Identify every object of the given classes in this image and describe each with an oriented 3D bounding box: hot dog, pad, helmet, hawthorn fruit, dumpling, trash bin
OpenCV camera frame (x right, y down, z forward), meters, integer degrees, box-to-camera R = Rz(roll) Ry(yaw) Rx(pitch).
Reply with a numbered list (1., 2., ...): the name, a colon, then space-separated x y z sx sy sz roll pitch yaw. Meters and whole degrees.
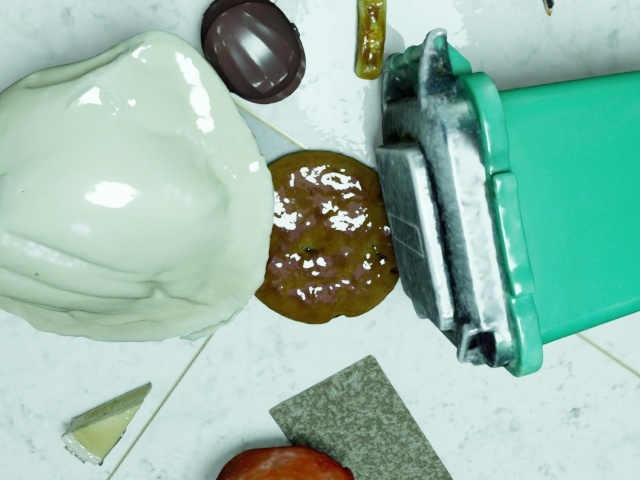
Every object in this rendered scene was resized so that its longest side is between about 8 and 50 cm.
1. hot dog: 0.052 -0.211 0.695 0.030 0.034 0.090 1 111 -2
2. pad: 0.058 0.273 0.888 0.158 0.003 0.235 -30 108 9
3. helmet: -0.068 -0.192 0.679 0.098 0.070 0.123 -39 106 11
4. hawthorn fruit: -0.037 0.340 0.820 0.202 0.185 0.185 -9 110 -4
5. dumpling: -0.214 -0.005 0.666 0.394 0.233 0.316 -29 112 23
6. trash bin: 0.257 -0.071 0.646 0.380 0.259 0.295 -13 100 -5

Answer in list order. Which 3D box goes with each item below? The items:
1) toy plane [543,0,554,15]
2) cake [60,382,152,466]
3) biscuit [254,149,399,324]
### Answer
1. toy plane: 0.216 -0.311 0.650 0.135 0.062 0.188 -33 113 -18
2. cake: -0.260 0.218 0.831 0.065 0.052 0.121 40 105 -12
3. biscuit: 0.000 0.000 0.769 0.212 0.036 0.212 -1 109 -3
